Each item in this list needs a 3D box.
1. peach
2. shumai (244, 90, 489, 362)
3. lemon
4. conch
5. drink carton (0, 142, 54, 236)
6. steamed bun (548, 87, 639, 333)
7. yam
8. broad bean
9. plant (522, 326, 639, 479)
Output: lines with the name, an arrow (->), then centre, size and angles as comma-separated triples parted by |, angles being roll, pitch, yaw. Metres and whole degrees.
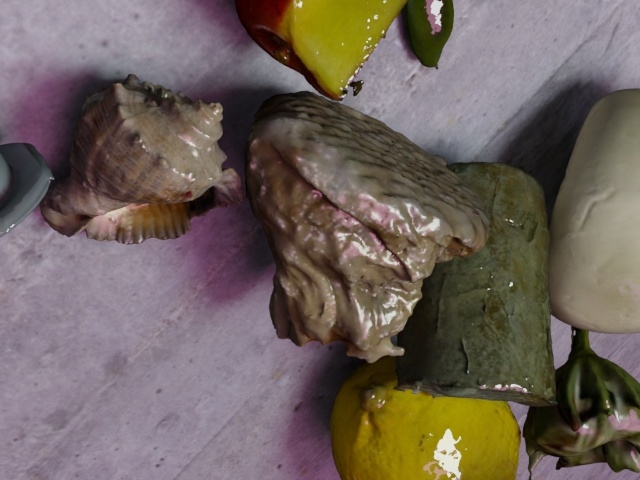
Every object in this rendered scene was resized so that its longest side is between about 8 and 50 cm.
peach -> 0.018, -0.292, 0.753 | 0.267, 0.159, 0.154 | -53, 144, 9
shumai -> 0.000, 0.000, 0.867 | 0.314, 0.267, 0.262 | 13, 118, -51
lemon -> 0.148, 0.284, 1.149 | 0.268, 0.268, 0.322 | -37, 140, -9
conch -> -0.173, -0.064, 0.785 | 0.245, 0.163, 0.178 | -31, 122, 26
drink carton -> -0.349, -0.087, 0.644 | 0.191, 0.185, 0.189 | -31, 121, -11
steamed bun -> 0.439, -0.018, 1.095 | 0.312, 0.233, 0.334 | -63, 157, -26
yam -> 0.188, 0.058, 1.007 | 0.195, 0.195, 0.300 | 26, 59, -42
broad bean -> 0.115, -0.303, 0.891 | 0.065, 0.046, 0.254 | -25, 129, -10
plant -> 0.352, 0.180, 1.167 | 0.180, 0.333, 0.251 | 0, 150, -16
